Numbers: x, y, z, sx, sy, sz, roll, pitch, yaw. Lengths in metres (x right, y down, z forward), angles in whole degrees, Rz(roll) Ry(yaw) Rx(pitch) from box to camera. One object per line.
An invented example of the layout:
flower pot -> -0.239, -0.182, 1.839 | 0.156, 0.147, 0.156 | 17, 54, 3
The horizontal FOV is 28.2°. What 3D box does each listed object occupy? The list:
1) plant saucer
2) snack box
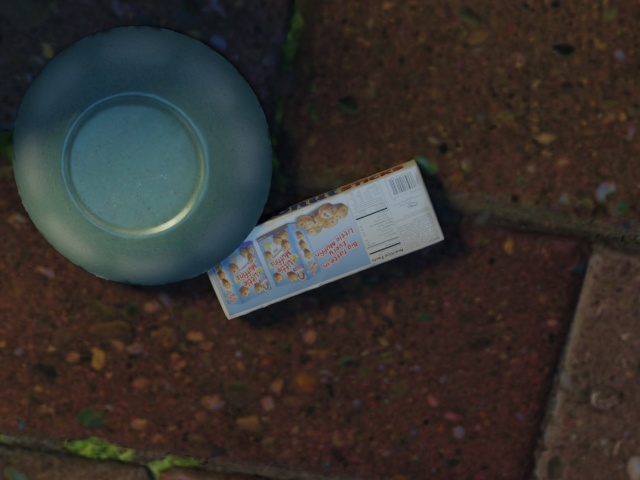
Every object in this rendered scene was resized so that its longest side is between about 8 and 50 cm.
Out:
plant saucer -> -0.132, -0.057, 0.925 | 0.194, 0.037, 0.195 | 0, 103, 1
snack box -> 0.000, 0.000, 0.969 | 0.178, 0.022, 0.064 | -20, 108, 5
